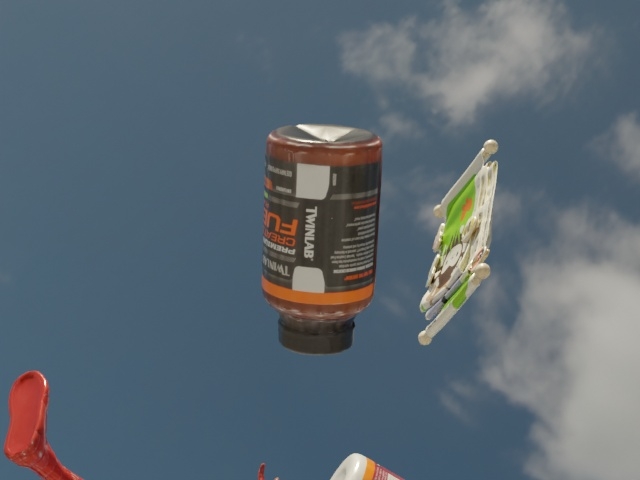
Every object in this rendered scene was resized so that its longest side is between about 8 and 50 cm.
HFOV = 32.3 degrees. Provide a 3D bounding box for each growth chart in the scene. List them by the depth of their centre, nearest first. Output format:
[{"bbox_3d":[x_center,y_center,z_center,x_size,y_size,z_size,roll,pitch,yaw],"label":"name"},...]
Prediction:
[{"bbox_3d":[0.150,0.003,1.210,0.021,0.237,0.172,22,-46,-9],"label":"growth chart"}]

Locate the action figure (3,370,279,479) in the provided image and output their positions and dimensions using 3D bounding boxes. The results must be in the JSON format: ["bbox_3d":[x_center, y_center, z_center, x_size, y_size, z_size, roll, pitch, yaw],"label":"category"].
[{"bbox_3d":[-0.092,0.150,0.581,0.091,0.139,0.280,-28,-53,8],"label":"action figure"}]

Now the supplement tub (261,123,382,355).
[{"bbox_3d":[0.000,0.000,0.991,0.106,0.106,0.198,8,-74,19],"label":"supplement tub"}]

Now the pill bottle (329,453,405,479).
[{"bbox_3d":[0.107,0.366,1.357,0.221,0.121,0.121,31,-55,-4],"label":"pill bottle"}]
